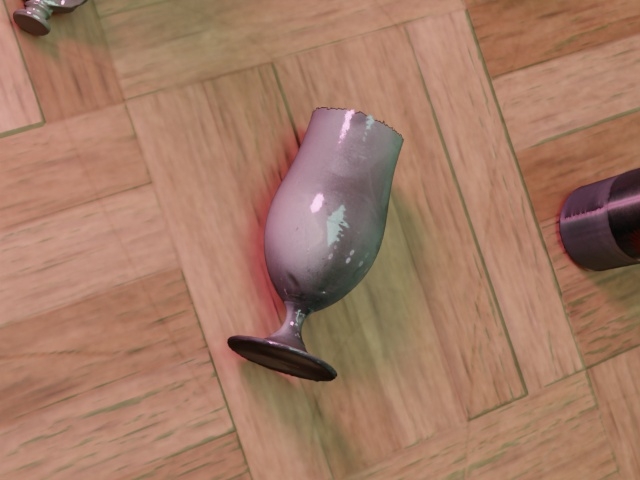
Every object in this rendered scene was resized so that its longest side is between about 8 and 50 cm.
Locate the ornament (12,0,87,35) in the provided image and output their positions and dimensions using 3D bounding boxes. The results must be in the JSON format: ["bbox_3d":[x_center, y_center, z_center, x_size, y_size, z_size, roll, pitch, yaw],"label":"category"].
[{"bbox_3d":[-0.198,-0.199,1.138,0.092,0.041,0.068,-40,79,-15],"label":"ornament"}]

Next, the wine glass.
[{"bbox_3d":[0.000,0.000,1.182,0.093,0.093,0.202,27,71,-22],"label":"wine glass"}]

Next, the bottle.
[{"bbox_3d":[0.305,-0.031,1.234,0.082,0.286,0.082,5,80,-26],"label":"bottle"}]
